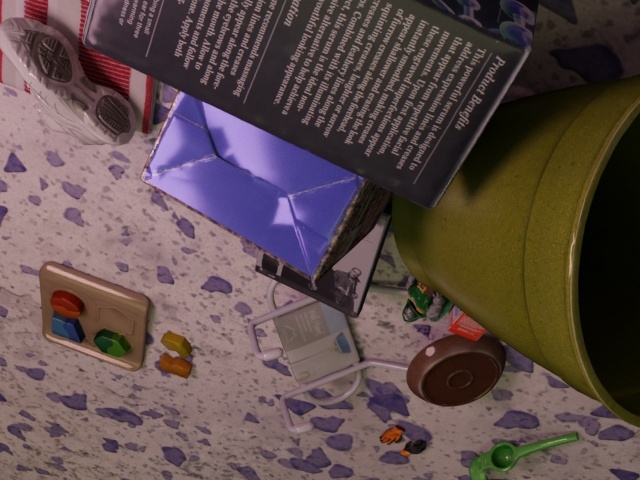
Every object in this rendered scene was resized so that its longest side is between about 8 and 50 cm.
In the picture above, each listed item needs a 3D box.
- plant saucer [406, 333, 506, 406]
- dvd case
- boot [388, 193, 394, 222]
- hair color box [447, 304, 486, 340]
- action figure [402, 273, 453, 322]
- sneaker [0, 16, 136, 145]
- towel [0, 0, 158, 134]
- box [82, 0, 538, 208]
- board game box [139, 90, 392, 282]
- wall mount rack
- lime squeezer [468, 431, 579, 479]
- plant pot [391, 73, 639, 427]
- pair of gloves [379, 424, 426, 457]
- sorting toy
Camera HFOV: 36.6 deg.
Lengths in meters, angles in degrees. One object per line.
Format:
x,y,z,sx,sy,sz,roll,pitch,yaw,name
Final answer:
0.224,0.218,1.577,0.168,0.029,0.168,-5,131,-6,plant saucer
0.000,0.000,1.408,0.179,0.029,0.238,26,139,9,dvd case
0.073,-0.099,1.335,0.197,0.073,0.152,-10,125,26,boot
0.242,0.059,1.383,0.053,0.093,0.167,21,137,-11,hair color box
0.169,0.046,1.402,0.063,0.137,0.232,-13,144,-30,action figure
-0.373,-0.206,1.349,0.115,0.090,0.232,-14,130,38,sneaker
-0.384,-0.283,1.358,0.329,0.037,0.237,20,139,2,towel
0.008,-0.264,1.006,0.395,0.293,0.212,25,131,-4,box
-0.035,-0.099,1.164,0.232,0.291,0.141,30,109,7,board game box
0.054,0.178,1.596,0.304,0.130,0.350,-21,132,-3,wall mount rack
0.340,0.416,1.767,0.110,0.059,0.310,27,137,-5,lime squeezer
0.276,-0.018,1.088,0.353,0.366,0.366,16,149,55,plant pot
0.156,0.385,1.843,0.083,0.010,0.074,31,137,-12,pair of gloves
-0.386,0.170,1.821,0.307,0.041,0.229,20,138,2,sorting toy
